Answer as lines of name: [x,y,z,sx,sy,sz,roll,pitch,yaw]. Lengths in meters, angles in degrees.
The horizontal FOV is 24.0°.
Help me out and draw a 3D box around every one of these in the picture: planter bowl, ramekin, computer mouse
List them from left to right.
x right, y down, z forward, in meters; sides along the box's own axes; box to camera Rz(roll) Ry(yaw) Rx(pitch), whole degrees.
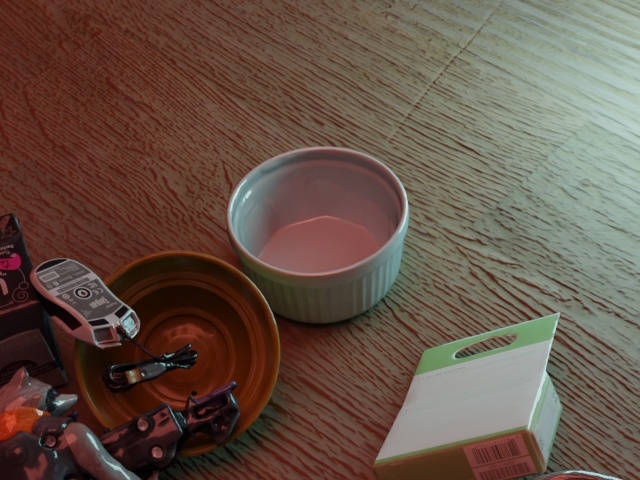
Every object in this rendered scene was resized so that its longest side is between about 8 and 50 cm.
computer mouse: [-0.224,0.086,1.543,0.193,0.042,0.106,39,42,27]
planter bowl: [-0.150,0.124,1.621,0.217,0.090,0.217,0,82,0]
ramekin: [0.000,0.000,1.734,0.207,0.109,0.207,-3,47,4]

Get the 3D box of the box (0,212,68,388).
box: [-0.420,0.104,1.642,0.247,0.163,0.142,-18,51,-10]

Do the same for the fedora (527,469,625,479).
fedora: [0.234,0.301,1.417,0.275,0.124,0.244,13,49,17]

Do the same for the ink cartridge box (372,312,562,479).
ink cartridge box: [0.163,0.171,1.553,0.171,0.056,0.235,-18,18,25]

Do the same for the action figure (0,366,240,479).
action figure: [-0.206,0.253,1.461,0.341,0.178,0.330,-35,70,-8]
